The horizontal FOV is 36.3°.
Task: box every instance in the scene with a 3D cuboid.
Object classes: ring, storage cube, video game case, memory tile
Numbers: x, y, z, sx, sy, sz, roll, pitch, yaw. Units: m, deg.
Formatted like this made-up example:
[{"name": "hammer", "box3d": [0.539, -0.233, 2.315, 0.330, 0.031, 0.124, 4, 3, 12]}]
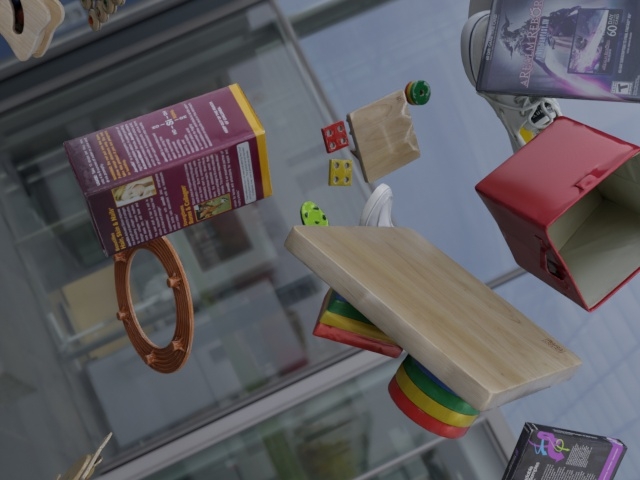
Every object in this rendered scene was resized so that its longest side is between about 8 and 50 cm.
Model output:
[{"name": "ring", "box3d": [-0.372, 0.127, 2.108, 0.336, 0.032, 0.336, 21, -63, 49]}, {"name": "storage cube", "box3d": [0.382, -0.044, 1.474, 0.183, 0.215, 0.193, 54, -6, -31]}, {"name": "video game case", "box3d": [0.403, -0.327, 1.594, 0.026, 0.274, 0.196, 25, 75, -63]}, {"name": "memory tile", "box3d": [-0.356, -0.407, 1.560, 0.148, 0.012, 0.113, -20, -91, 57]}]

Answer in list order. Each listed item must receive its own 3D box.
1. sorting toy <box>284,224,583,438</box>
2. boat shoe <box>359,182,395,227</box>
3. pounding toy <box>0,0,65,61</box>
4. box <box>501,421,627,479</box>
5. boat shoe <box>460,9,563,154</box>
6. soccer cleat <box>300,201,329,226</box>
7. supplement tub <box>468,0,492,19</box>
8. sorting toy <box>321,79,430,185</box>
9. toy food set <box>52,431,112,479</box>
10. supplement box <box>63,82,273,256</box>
[{"name": "sorting toy", "box3d": [0.107, 0.093, 1.013, 0.257, 0.089, 0.255, 40, 20, 26]}, {"name": "boat shoe", "box3d": [0.097, -0.007, 1.630, 0.063, 0.066, 0.184, 29, -59, 22]}, {"name": "pounding toy", "box3d": [-0.570, -0.418, 1.633, 0.269, 0.154, 0.155, 53, 16, -9]}, {"name": "box", "box3d": [0.348, 0.328, 1.406, 0.029, 0.162, 0.116, -124, -130, -66]}, {"name": "boat shoe", "box3d": [0.372, -0.235, 1.730, 0.367, 0.136, 0.156, 63, -7, -22]}, {"name": "soccer cleat", "box3d": [0.000, 0.000, 2.094, 0.179, 0.060, 0.072, 61, -27, -9]}, {"name": "supplement tub", "box3d": [0.485, -0.471, 2.037, 0.228, 0.316, 0.228, 180, -90, -84]}, {"name": "sorting toy", "box3d": [0.098, -0.185, 1.763, 0.046, 0.274, 0.132, 9, -58, 53]}, {"name": "toy food set", "box3d": [-0.434, 0.432, 1.739, 0.038, 0.192, 0.132, 43, 33, -12]}, {"name": "supplement box", "box3d": [-0.152, -0.072, 0.999, 0.104, 0.188, 0.081, 86, -21, -53]}]
